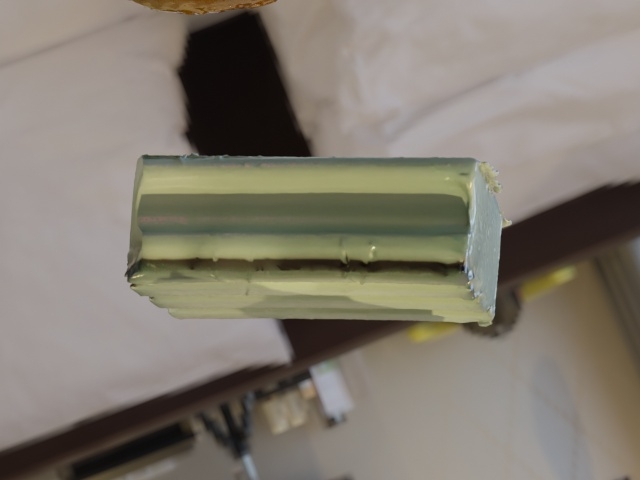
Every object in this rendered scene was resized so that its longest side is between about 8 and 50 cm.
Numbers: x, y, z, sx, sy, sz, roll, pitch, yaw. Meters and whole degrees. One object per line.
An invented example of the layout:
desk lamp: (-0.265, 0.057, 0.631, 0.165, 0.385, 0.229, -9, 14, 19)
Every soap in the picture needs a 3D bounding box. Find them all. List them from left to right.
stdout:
soap: (0.000, 0.000, 1.208, 0.261, 0.094, 0.150, 0, 164, 14)

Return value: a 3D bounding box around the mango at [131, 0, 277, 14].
mango: (0.011, -0.178, 0.734, 0.248, 0.151, 0.156, -29, 147, 13)
